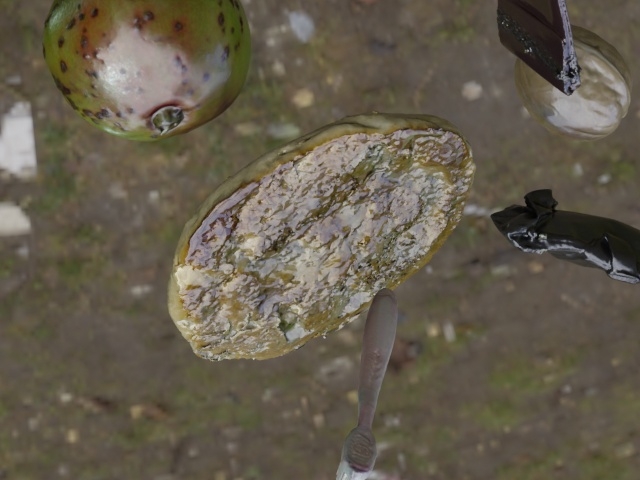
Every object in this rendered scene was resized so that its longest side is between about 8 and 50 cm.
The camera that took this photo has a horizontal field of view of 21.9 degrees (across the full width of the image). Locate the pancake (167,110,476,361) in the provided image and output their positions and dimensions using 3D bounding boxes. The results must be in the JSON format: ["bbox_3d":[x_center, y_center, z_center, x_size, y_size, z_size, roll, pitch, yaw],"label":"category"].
[{"bbox_3d":[0.001,0.001,1.698,0.356,0.065,0.356,-23,143,-18],"label":"pancake"}]

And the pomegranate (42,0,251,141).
[{"bbox_3d":[-0.132,-0.171,1.270,0.159,0.205,0.159,-2,157,-1],"label":"pomegranate"}]

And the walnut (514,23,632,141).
[{"bbox_3d":[0.328,-0.205,2.148,0.162,0.140,0.140,29,133,3],"label":"walnut"}]

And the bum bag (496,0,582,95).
[{"bbox_3d":[0.176,-0.207,1.410,0.026,0.109,0.159,-28,130,-11],"label":"bum bag"}]

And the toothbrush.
[{"bbox_3d":[0.037,0.107,1.254,0.025,0.307,0.029,21,114,-2],"label":"toothbrush"}]

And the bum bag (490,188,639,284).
[{"bbox_3d":[0.224,0.003,1.252,0.197,0.087,0.049,16,102,-4],"label":"bum bag"}]
